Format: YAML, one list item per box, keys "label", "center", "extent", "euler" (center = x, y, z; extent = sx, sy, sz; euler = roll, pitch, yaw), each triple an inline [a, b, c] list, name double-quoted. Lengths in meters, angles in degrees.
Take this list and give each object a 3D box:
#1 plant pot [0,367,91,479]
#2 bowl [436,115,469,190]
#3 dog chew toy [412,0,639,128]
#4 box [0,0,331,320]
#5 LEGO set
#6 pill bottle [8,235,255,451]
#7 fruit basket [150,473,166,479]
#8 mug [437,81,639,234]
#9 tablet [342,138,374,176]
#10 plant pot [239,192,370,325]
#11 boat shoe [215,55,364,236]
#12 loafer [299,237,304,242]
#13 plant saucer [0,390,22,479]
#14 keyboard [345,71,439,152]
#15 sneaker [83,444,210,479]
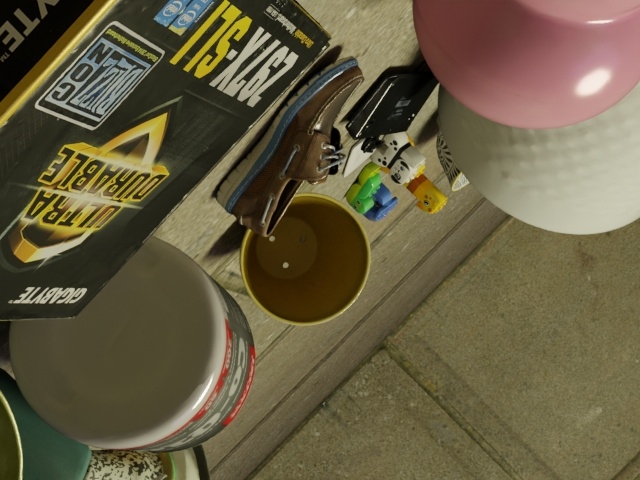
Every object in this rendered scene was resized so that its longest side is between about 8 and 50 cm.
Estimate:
- label: "plant pot"
  center: [-0.286, 0.204, 1.040]
  extent: [0.166, 0.165, 0.234]
  euler: [-51, 176, 31]
- label: "bowl"
  center: [0.199, -0.150, 1.784]
  extent: [0.170, 0.080, 0.170]
  euler: [-43, 170, -9]
- label: "dog chew toy"
  center: [0.191, -0.238, 1.078]
  extent: [0.206, 0.206, 0.332]
  euler: [-39, 161, -32]
- label: "box"
  center: [-0.133, -0.068, 0.771]
  extent: [0.257, 0.079, 0.322]
  euler: [-48, 170, 6]
- label: "LEGO set"
  center: [0.091, -0.049, 1.715]
  extent: [0.087, 0.093, 0.227]
  euler: [-36, 167, -41]
- label: "pill bottle"
  center: [-0.138, 0.092, 1.155]
  extent: [0.161, 0.161, 0.283]
  euler: [-44, 170, -3]
- label: "fruit basket"
  center: [-0.324, 0.355, 1.266]
  extent: [0.353, 0.165, 0.327]
  euler: [-26, -175, 21]
- label: "mug"
  center: [0.302, -0.238, 1.404]
  extent: [0.328, 0.276, 0.374]
  euler: [117, -11, -62]
- label: "tablet"
  center: [0.050, -0.102, 1.583]
  extent: [0.054, 0.006, 0.083]
  euler: [-42, 170, -18]
- label: "plant pot"
  center: [-0.025, 0.013, 1.455]
  extent: [0.134, 0.134, 0.095]
  euler: [-44, -165, -4]
- label: "boat shoe"
  center: [-0.013, -0.080, 1.238]
  extent: [0.183, 0.066, 0.066]
  euler: [-50, 169, 26]
- label: "loafer"
  center: [0.000, 0.000, 1.686]
  extent: [0.056, 0.050, 0.148]
  euler: [-34, -178, -33]
- label: "plant saucer"
  center: [-0.292, 0.153, 0.823]
  extent: [0.241, 0.037, 0.241]
  euler: [-17, 122, -30]
- label: "keyboard"
  center: [0.071, -0.135, 1.486]
  extent: [0.108, 0.023, 0.180]
  euler: [-56, 166, 18]
- label: "sneaker"
  center: [-0.306, 0.317, 1.592]
  extent: [0.182, 0.158, 0.410]
  euler: [23, 134, -35]
